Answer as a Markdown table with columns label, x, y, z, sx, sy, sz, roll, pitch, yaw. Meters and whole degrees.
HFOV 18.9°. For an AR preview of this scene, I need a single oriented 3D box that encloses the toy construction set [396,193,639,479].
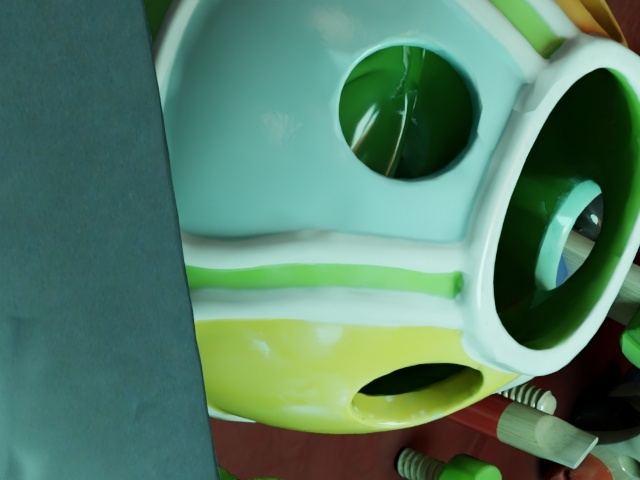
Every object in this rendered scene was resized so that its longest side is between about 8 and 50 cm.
| label | x | y | z | sx | sy | sz | roll | pitch | yaw |
| --- | --- | --- | --- | --- | --- | --- | --- | --- | --- |
| toy construction set | 0.214 | 0.085 | 1.113 | 0.309 | 0.237 | 0.257 | -20 | 121 | -45 |

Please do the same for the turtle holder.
| label | x | y | z | sx | sy | sz | roll | pitch | yaw |
| --- | --- | --- | --- | --- | --- | --- | --- | --- | --- |
| turtle holder | -0.003 | -0.016 | 0.807 | 0.320 | 0.227 | 0.243 | -51 | 139 | -24 |

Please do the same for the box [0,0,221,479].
| label | x | y | z | sx | sy | sz | roll | pitch | yaw |
| --- | --- | --- | --- | --- | --- | --- | --- | --- | --- |
| box | -0.213 | -0.009 | 0.519 | 0.293 | 0.212 | 0.395 | -25 | 115 | -43 |
